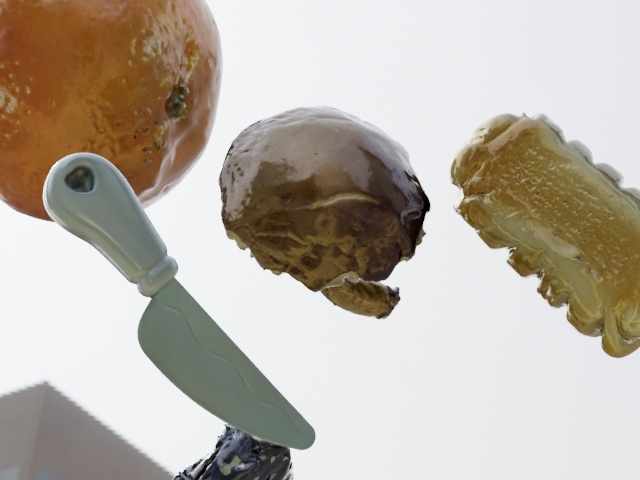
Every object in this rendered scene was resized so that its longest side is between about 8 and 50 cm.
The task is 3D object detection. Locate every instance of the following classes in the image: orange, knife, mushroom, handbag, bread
[{"bbox_3d":[-0.316,-0.227,1.711,0.326,0.424,0.424,14,-29,35],"label":"orange"},{"bbox_3d":[-0.129,0.065,1.058,0.331,0.080,0.044,52,-26,0],"label":"knife"},{"bbox_3d":[0.006,0.009,1.377,0.233,0.208,0.301,-7,-62,-8],"label":"mushroom"},{"bbox_3d":[-0.113,0.307,1.480,0.113,0.162,0.260,34,-14,10],"label":"handbag"},{"bbox_3d":[0.287,-0.018,1.414,0.173,0.311,0.121,-42,-17,-6],"label":"bread"}]
